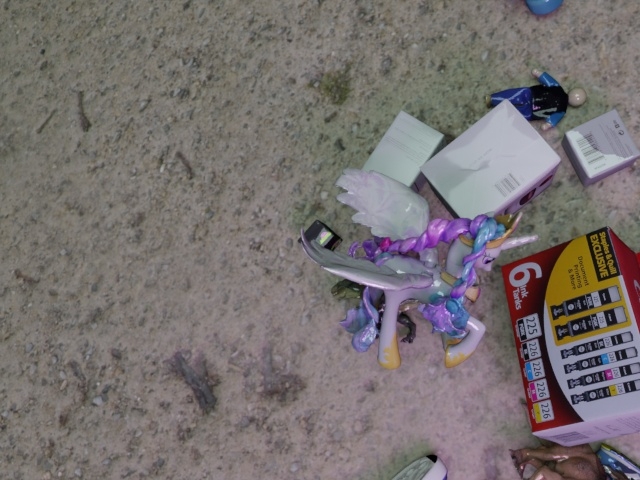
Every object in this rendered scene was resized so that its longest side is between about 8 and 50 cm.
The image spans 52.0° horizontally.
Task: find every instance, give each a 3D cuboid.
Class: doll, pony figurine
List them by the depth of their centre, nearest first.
[{"bbox_3d":[0.149,0.056,1.122,0.351,0.302,0.363,17,131,8],"label":"pony figurine"},{"bbox_3d":[0.424,-0.276,1.294,0.189,0.046,0.128,-4,83,15],"label":"doll"}]

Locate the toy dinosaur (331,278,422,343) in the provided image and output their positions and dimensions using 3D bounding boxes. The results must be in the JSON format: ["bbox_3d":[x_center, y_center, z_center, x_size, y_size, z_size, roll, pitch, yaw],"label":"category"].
[{"bbox_3d":[0.144,0.141,1.309,0.269,0.064,0.118,5,77,12],"label":"toy dinosaur"}]

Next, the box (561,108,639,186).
[{"bbox_3d":[0.523,-0.172,1.231,0.102,0.087,0.101,-25,77,10],"label":"box"}]

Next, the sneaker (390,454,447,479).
[{"bbox_3d":[0.186,0.592,1.219,0.236,0.130,0.322,42,82,-2],"label":"sneaker"}]

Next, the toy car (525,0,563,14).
[{"bbox_3d":[0.406,-0.612,1.294,0.210,0.219,0.238,-41,45,7],"label":"toy car"}]

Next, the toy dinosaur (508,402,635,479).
[{"bbox_3d":[0.446,0.405,1.126,0.201,0.295,0.127,-20,121,11],"label":"toy dinosaur"}]

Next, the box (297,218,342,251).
[{"bbox_3d":[0.000,0.000,1.351,0.052,0.083,0.062,43,95,16],"label":"box"}]

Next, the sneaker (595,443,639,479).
[{"bbox_3d":[0.550,0.426,1.164,0.144,0.053,0.059,36,95,24],"label":"sneaker"}]

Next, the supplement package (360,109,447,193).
[{"bbox_3d":[0.161,-0.148,1.317,0.105,0.105,0.179,35,92,16],"label":"supplement package"}]

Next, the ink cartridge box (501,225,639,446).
[{"bbox_3d":[0.470,0.150,1.080,0.272,0.130,0.309,-27,51,34],"label":"ink cartridge box"}]

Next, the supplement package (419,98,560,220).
[{"bbox_3d":[0.314,-0.120,1.221,0.194,0.203,0.149,-38,75,8],"label":"supplement package"}]
